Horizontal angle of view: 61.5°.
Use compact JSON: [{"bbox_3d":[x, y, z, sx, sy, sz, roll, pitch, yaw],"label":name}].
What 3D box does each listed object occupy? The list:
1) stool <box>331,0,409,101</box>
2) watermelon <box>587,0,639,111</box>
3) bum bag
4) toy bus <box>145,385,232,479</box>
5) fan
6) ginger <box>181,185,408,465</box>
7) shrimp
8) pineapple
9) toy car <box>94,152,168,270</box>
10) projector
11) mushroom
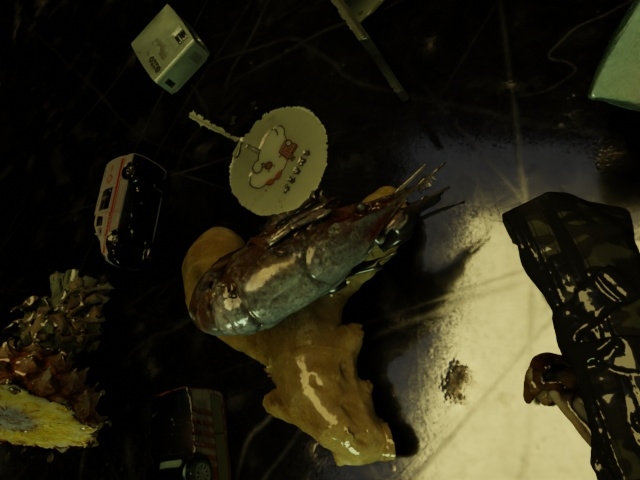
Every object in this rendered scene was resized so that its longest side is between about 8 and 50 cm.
[{"bbox_3d":[0.131,-0.392,0.752,0.243,0.170,0.270,-34,61,17],"label":"stool"},{"bbox_3d":[0.441,-0.192,0.496,0.387,0.228,0.258,-32,69,7],"label":"watermelon"},{"bbox_3d":[0.292,0.089,0.528,0.143,0.095,0.341,-8,58,0],"label":"bum bag"},{"bbox_3d":[-0.162,0.403,0.702,0.093,0.092,0.409,-21,65,25],"label":"toy bus"},{"bbox_3d":[-0.120,-0.160,0.912,0.329,0.009,0.191,29,91,31],"label":"fan"},{"bbox_3d":[-0.052,0.111,0.722,0.362,0.122,0.349,-6,62,17],"label":"ginger"},{"bbox_3d":[0.003,0.006,0.622,0.342,0.145,0.117,-28,98,0],"label":"shrimp"},{"bbox_3d":[-0.440,0.175,0.893,0.262,0.262,0.272,-17,43,24],"label":"pineapple"},{"bbox_3d":[-0.348,-0.047,0.960,0.108,0.089,0.210,-6,69,29],"label":"toy car"},{"bbox_3d":[-0.291,-0.372,1.050,0.115,0.061,0.147,-43,58,12],"label":"projector"},{"bbox_3d":[0.280,0.195,0.544,0.187,0.060,0.061,53,145,24],"label":"mushroom"}]
